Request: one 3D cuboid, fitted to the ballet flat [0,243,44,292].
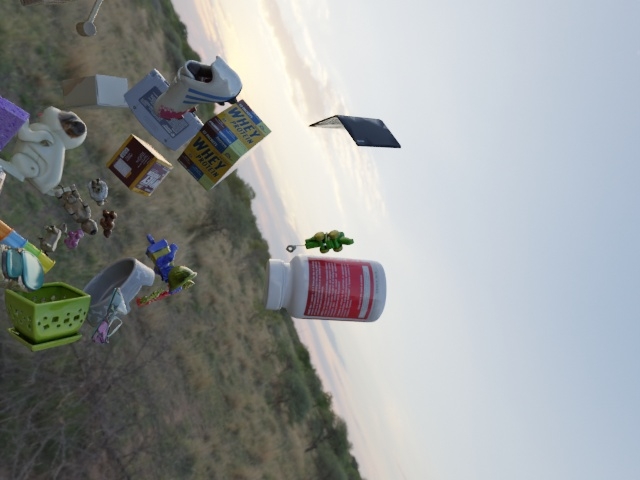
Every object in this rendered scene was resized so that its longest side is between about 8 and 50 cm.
[{"bbox_3d":[-0.813,0.073,1.129,0.123,0.123,0.348,69,-22,2],"label":"ballet flat"}]

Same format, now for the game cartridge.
[{"bbox_3d":[-0.664,-0.536,1.856,0.297,0.198,0.062,51,15,-26],"label":"game cartridge"}]

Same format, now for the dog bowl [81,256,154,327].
[{"bbox_3d":[-0.916,0.216,1.956,0.102,0.348,0.349,58,-1,-33],"label":"dog bowl"}]

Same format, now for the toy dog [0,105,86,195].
[{"bbox_3d":[-1.307,-0.451,2.110,0.395,0.408,0.284,38,-13,-26],"label":"toy dog"}]

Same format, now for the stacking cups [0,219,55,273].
[{"bbox_3d":[-1.150,0.000,1.646,0.316,0.096,0.096,58,-1,-31],"label":"stacking cups"}]

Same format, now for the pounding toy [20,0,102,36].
[{"bbox_3d":[-0.608,-0.589,1.038,0.181,0.094,0.206,-46,135,-49],"label":"pounding toy"}]

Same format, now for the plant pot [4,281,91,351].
[{"bbox_3d":[-1.085,0.302,1.745,0.228,0.227,0.207,-3,107,-60],"label":"plant pot"}]

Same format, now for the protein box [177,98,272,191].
[{"bbox_3d":[-0.292,-0.292,1.354,0.136,0.200,0.201,47,-48,-11],"label":"protein box"}]

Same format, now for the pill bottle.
[{"bbox_3d":[0.010,0.168,1.562,0.229,0.407,0.229,-175,-90,-77],"label":"pill bottle"}]

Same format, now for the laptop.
[{"bbox_3d":[0.127,-0.393,1.657,0.264,0.234,0.137,-2,-87,51],"label":"laptop"}]

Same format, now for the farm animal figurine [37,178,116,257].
[{"bbox_3d":[-1.106,-0.095,1.996,0.327,0.330,0.172,66,-24,15],"label":"farm animal figurine"}]

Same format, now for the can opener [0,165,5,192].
[{"bbox_3d":[-0.901,-0.147,1.180,0.074,0.093,0.280,49,-5,-40],"label":"can opener"}]

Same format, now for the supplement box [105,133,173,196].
[{"bbox_3d":[-0.832,-0.343,2.033,0.194,0.191,0.129,41,2,15],"label":"supplement box"}]

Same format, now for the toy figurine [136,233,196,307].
[{"bbox_3d":[-0.544,0.081,1.449,0.217,0.191,0.362,67,-26,1],"label":"toy figurine"}]

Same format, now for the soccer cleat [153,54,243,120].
[{"bbox_3d":[-0.379,-0.448,1.270,0.143,0.331,0.116,49,43,-49],"label":"soccer cleat"}]

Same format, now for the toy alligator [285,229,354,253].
[{"bbox_3d":[0.000,0.000,1.179,0.051,0.189,0.056,-71,149,-52],"label":"toy alligator"}]

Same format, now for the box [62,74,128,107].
[{"bbox_3d":[-0.992,-0.647,1.939,0.311,0.148,0.121,9,-76,35],"label":"box"}]

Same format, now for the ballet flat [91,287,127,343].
[{"bbox_3d":[-0.799,0.294,1.699,0.077,0.079,0.222,127,-20,-59],"label":"ballet flat"}]

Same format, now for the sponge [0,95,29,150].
[{"bbox_3d":[-0.846,-0.294,1.116,0.117,0.210,0.031,37,40,-38],"label":"sponge"}]
